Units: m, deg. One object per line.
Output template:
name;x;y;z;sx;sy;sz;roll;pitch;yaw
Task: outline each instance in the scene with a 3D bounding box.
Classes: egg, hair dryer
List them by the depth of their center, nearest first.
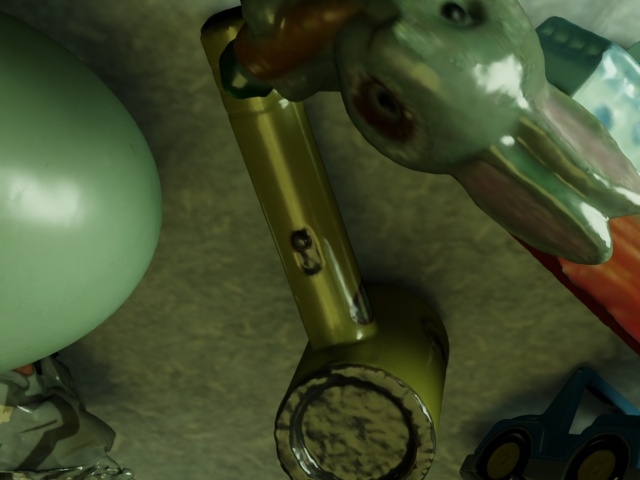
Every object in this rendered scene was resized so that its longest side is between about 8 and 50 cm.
egg;-0.219;-0.028;0.647;0.283;0.203;0.203;9;130;-21
hair dryer;0.000;0.000;0.724;0.090;0.135;0.278;-14;108;16

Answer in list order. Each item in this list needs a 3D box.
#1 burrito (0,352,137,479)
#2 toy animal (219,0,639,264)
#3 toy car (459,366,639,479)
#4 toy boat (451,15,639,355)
burrito;-0.309;0.063;0.800;0.446;0.101;0.139;21;122;-9
toy animal;0.038;-0.093;0.557;0.251;0.125;0.127;44;129;26
toy car;0.185;0.141;0.807;0.097;0.100;0.191;40;155;-23
toy boat;0.210;0.007;0.690;0.332;0.145;0.133;41;94;-24
